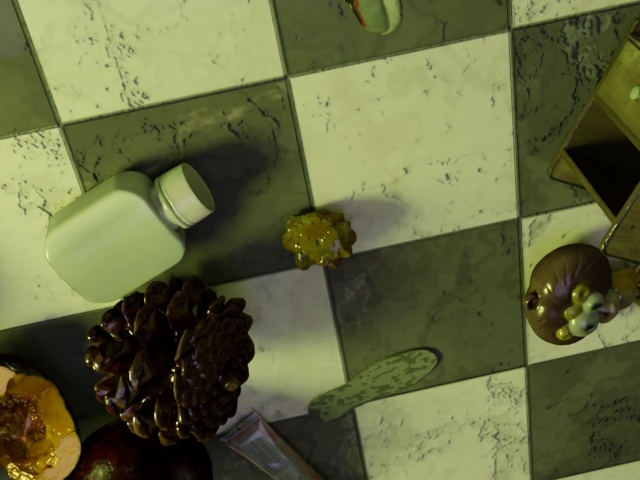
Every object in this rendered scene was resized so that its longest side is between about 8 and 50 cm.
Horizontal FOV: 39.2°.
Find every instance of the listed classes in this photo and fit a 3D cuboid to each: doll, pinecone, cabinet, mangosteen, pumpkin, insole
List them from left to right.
[{"bbox_3d":[-0.375,0.208,1.105,0.119,0.107,0.183,-32,113,3],"label":"pumpkin"},{"bbox_3d":[-0.231,0.326,1.149,0.210,0.210,0.210,-4,123,-7],"label":"mangosteen"},{"bbox_3d":[-0.179,0.137,1.049,0.208,0.208,0.207,-4,123,-7],"label":"pinecone"},{"bbox_3d":[0.071,0.198,1.233,0.193,0.006,0.065,-29,123,10],"label":"insole"},{"bbox_3d":[0.342,0.061,1.142,0.188,0.096,0.145,-23,132,-6],"label":"doll"},{"bbox_3d":[0.381,-0.104,0.988,0.148,0.175,0.215,14,120,-18],"label":"cabinet"}]

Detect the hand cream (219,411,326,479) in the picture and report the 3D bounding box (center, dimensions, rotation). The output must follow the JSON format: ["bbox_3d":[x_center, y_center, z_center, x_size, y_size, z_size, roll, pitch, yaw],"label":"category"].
[{"bbox_3d":[-0.049,0.323,1.277,0.067,0.043,0.209,-37,116,12],"label":"hand cream"}]

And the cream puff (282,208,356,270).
[{"bbox_3d":[0.000,0.000,1.066,0.083,0.083,0.058,-43,161,5],"label":"cream puff"}]

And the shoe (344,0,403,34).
[{"bbox_3d":[-0.016,-0.269,0.855,0.125,0.099,0.227,-38,116,6],"label":"shoe"}]

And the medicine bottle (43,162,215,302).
[{"bbox_3d":[-0.211,-0.014,1.010,0.183,0.069,0.119,-30,121,12],"label":"medicine bottle"}]
